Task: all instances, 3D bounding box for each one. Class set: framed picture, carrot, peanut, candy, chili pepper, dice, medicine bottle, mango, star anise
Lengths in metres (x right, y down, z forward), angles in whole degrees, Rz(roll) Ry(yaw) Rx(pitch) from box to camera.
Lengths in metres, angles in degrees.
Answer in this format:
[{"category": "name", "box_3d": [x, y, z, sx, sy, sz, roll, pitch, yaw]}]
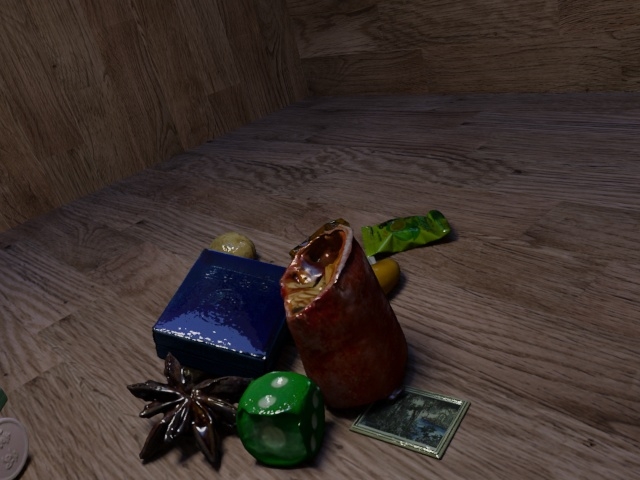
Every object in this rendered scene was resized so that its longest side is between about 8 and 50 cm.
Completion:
[{"category": "framed picture", "box_3d": [0.163, 0.320, 1.042, 0.183, 0.011, 0.142, 5, 32, 37]}, {"category": "carrot", "box_3d": [0.001, 0.001, 1.733, 0.069, 0.068, 0.229, 13, 38, 45]}, {"category": "peanut", "box_3d": [-0.272, 0.030, 1.763, 0.159, 0.109, 0.140, 3, 32, 37]}, {"category": "candy", "box_3d": [0.239, -0.020, 1.629, 0.247, 0.069, 0.149, -10, 30, -1]}, {"category": "chili pepper", "box_3d": [0.025, 0.154, 1.114, 0.229, 0.305, 0.251, -7, 33, 37]}, {"category": "dice", "box_3d": [-0.068, 0.322, 1.033, 0.131, 0.128, 0.120, -6, 25, 21]}, {"category": "medicine bottle", "box_3d": [-0.743, 0.436, 1.153, 0.255, 0.151, 0.152, -9, 26, 11]}, {"category": "mango", "box_3d": [0.139, 0.100, 1.427, 0.102, 0.084, 0.184, 6, 23, 42]}, {"category": "star anise", "box_3d": [-0.252, 0.332, 1.134, 0.283, 0.129, 0.212, 3, 36, 17]}]

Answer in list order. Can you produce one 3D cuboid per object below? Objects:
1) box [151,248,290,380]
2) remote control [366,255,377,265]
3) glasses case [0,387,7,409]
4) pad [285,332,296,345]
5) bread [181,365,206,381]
[{"category": "box", "box_3d": [-0.199, 0.165, 1.303, 0.262, 0.116, 0.278, 12, 40, 10]}, {"category": "remote control", "box_3d": [0.061, 0.084, 1.529, 0.190, 0.029, 0.087, -8, 29, -2]}, {"category": "glasses case", "box_3d": [-0.875, 0.416, 1.394, 0.184, 0.039, 0.077, -14, 25, 3]}, {"category": "pad", "box_3d": [-0.141, 0.122, 1.479, 0.376, 0.063, 0.314, -1, 42, 27]}, {"category": "bread", "box_3d": [-0.300, 0.271, 1.324, 0.125, 0.082, 0.106, 29, 57, 33]}]
